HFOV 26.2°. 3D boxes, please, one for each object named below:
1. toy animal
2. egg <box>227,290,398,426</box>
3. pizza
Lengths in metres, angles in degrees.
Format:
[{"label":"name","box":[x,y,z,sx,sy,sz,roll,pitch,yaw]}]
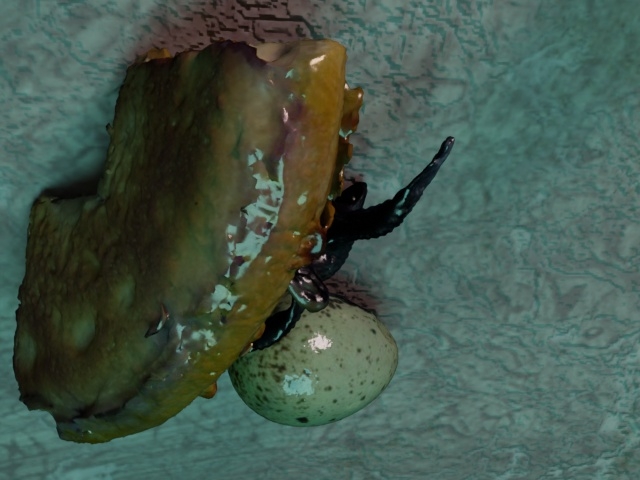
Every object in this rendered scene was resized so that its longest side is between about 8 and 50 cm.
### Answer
[{"label":"toy animal","box":[0.000,0.000,0.764,0.062,0.108,0.220,26,125,-28]},{"label":"egg","box":[-0.004,0.072,0.850,0.110,0.085,0.085,-5,136,-19]},{"label":"pizza","box":[-0.075,0.001,0.736,0.085,0.161,0.305,3,138,-41]}]
